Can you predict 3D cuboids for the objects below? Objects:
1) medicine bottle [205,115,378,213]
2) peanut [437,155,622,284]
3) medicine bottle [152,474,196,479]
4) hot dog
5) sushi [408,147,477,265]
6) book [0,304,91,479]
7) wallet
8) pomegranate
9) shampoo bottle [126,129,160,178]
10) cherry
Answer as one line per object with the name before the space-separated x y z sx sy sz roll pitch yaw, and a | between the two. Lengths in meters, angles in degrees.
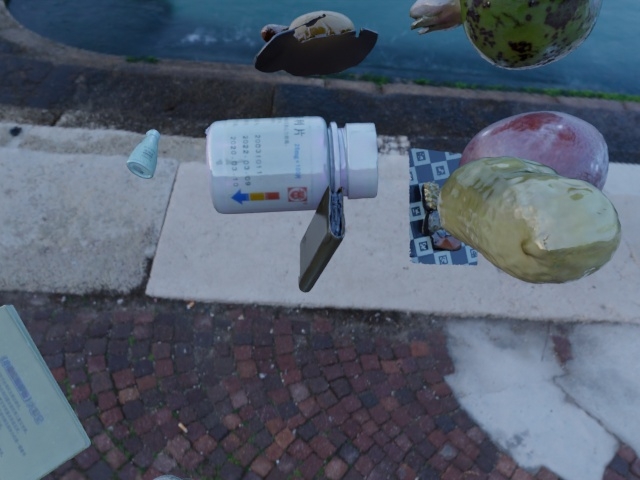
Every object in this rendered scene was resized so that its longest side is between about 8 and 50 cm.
medicine bottle | -0.047 -0.135 0.989 0.293 0.170 0.170 -2 47 -1
peanut | 0.243 -0.035 0.671 0.148 0.147 0.319 0 11 -7
medicine bottle | -0.156 0.500 0.902 0.151 0.322 0.151 -26 41 25
hot dog | -0.022 -0.526 1.423 0.326 0.194 0.107 -6 60 -40
sushi | 0.303 -0.079 1.320 0.193 0.043 0.279 4 86 -13
book | -0.349 0.184 0.540 0.192 0.013 0.167 -33 83 -7
wallet | 0.000 0.000 0.935 0.031 0.198 0.110 9 58 -13
pomegranate | 0.330 -0.447 1.017 0.341 0.284 0.285 5 39 35
shampoo bottle | -0.434 -0.222 1.389 0.069 0.041 0.190 28 29 -22
cherry | 0.366 -0.105 1.001 0.236 0.286 0.213 50 47 -12
